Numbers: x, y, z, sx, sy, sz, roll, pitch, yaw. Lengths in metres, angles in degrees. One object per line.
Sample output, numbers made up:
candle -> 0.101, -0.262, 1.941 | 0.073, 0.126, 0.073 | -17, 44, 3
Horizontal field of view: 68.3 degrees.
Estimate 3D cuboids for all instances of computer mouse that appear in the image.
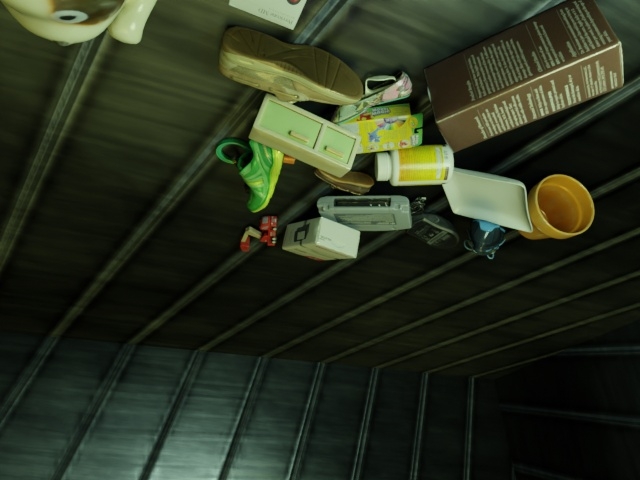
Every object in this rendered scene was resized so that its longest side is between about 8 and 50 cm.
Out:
computer mouse -> 0.387, -0.062, 1.699 | 0.272, 0.072, 0.188 | 28, 141, -20

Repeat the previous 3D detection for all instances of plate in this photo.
plate -> 0.529, -0.140, 1.497 | 0.278, 0.045, 0.278 | 20, 163, 36

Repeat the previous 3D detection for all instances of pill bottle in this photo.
pill bottle -> 0.271, -0.220, 1.385 | 0.215, 0.117, 0.117 | -2, 148, 0

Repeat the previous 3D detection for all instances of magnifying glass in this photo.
magnifying glass -> -0.191, -0.254, 1.395 | 0.231, 0.026, 0.092 | 5, 147, -12

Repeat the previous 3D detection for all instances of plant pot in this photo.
plant pot -> 0.752, -0.089, 1.567 | 0.206, 0.204, 0.188 | 4, 163, -10

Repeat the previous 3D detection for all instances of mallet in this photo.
mallet -> -0.239, -0.200, 1.448 | 0.063, 0.039, 0.189 | -15, 152, 18

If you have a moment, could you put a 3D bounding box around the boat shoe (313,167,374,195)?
boat shoe -> 0.066, -0.186, 1.471 | 0.207, 0.073, 0.073 | 16, 142, -26

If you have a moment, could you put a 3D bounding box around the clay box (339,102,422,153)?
clay box -> 0.166, -0.307, 1.301 | 0.222, 0.053, 0.127 | -6, 148, 6

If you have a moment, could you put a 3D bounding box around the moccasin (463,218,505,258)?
moccasin -> 0.557, -0.006, 1.640 | 0.138, 0.116, 0.342 | 19, -175, 27

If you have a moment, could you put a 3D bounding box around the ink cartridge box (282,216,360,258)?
ink cartridge box -> 0.000, 0.000, 1.666 | 0.172, 0.100, 0.237 | 19, 165, -30

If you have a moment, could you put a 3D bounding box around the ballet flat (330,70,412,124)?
ballet flat -> 0.119, -0.369, 1.195 | 0.222, 0.076, 0.079 | -18, 126, 16

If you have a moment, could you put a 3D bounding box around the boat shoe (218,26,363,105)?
boat shoe -> -0.067, -0.389, 1.111 | 0.342, 0.121, 0.110 | 18, 149, -11

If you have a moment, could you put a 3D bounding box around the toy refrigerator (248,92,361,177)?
toy refrigerator -> -0.039, -0.271, 1.229 | 0.270, 0.102, 0.094 | 22, 167, -13

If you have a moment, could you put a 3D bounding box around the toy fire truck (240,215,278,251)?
toy fire truck -> -0.228, -0.025, 1.737 | 0.136, 0.047, 0.192 | 3, 147, -6

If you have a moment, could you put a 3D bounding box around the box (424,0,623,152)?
box -> 0.450, -0.373, 1.082 | 0.382, 0.190, 0.143 | -18, 144, 24

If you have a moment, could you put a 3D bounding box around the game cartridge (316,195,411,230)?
game cartridge -> 0.153, -0.088, 1.588 | 0.298, 0.062, 0.198 | 1, 164, 14

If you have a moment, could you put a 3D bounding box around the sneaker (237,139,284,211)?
sneaker -> -0.182, -0.203, 1.378 | 0.124, 0.109, 0.295 | 16, 139, -7

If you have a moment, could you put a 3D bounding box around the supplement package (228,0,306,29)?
supplement package -> -0.064, -0.538, 0.845 | 0.139, 0.133, 0.244 | 12, 145, -20

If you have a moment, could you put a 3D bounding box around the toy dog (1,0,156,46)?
toy dog -> -0.351, -0.468, 0.687 | 0.285, 0.407, 0.395 | 11, 146, -20
